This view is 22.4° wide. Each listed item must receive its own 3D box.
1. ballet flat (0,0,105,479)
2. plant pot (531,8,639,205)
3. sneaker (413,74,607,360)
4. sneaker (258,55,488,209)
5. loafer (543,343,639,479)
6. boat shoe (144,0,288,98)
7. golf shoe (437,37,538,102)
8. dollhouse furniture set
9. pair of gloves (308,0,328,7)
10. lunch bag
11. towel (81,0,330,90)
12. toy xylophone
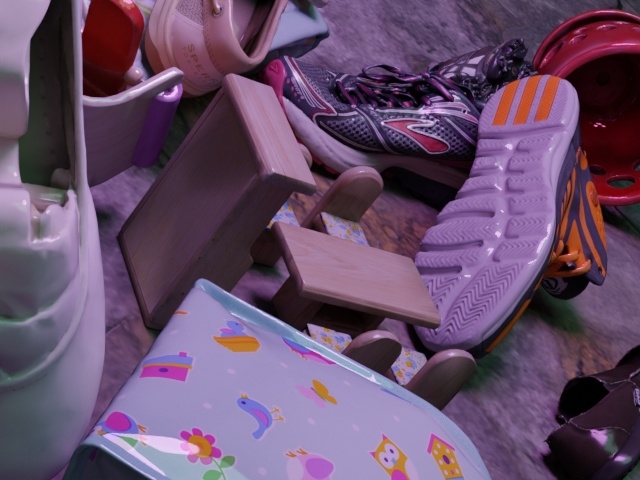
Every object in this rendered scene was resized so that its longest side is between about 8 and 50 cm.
[{"bbox_3d":[-0.183,-0.054,0.890,0.139,0.139,0.400,1,89,-49],"label":"ballet flat"},{"bbox_3d":[0.318,-0.156,1.794,0.191,0.191,0.174,31,21,-15],"label":"plant pot"},{"bbox_3d":[0.189,0.016,1.446,0.180,0.124,0.321,61,44,-37],"label":"sneaker"},{"bbox_3d":[0.071,-0.121,1.524,0.299,0.112,0.121,15,36,-36],"label":"sneaker"},{"bbox_3d":[0.250,0.137,1.387,0.078,0.080,0.220,41,28,3],"label":"loafer"},{"bbox_3d":[-0.050,-0.251,1.324,0.109,0.098,0.302,43,51,-36],"label":"boat shoe"},{"bbox_3d":[0.141,-0.148,1.702,0.198,0.094,0.077,-32,112,-39],"label":"golf shoe"},{"bbox_3d":[0.000,0.000,1.207,0.242,0.161,0.212,16,35,-36],"label":"dollhouse furniture set"},{"bbox_3d":[-0.076,-0.340,1.472,0.204,0.042,0.240,25,48,-50],"label":"pair of gloves"},{"bbox_3d":[-0.017,0.175,0.939,0.262,0.160,0.223,32,27,-2],"label":"lunch bag"},{"bbox_3d":[-0.164,-0.281,1.412,0.320,0.090,0.374,62,30,2],"label":"towel"},{"bbox_3d":[-0.236,-0.169,1.137,0.322,0.236,0.081,42,59,-1],"label":"toy xylophone"}]
